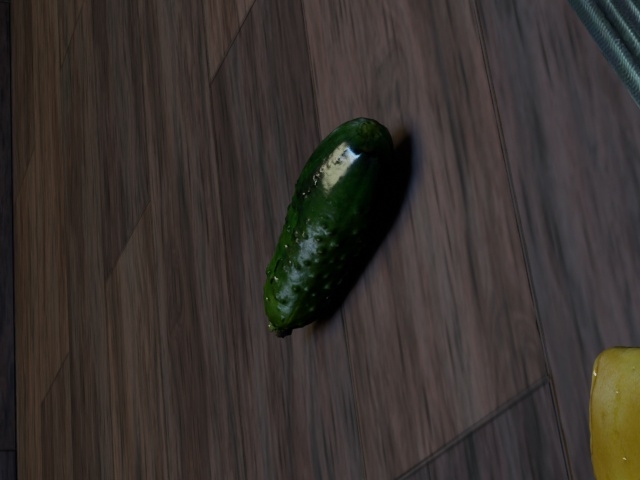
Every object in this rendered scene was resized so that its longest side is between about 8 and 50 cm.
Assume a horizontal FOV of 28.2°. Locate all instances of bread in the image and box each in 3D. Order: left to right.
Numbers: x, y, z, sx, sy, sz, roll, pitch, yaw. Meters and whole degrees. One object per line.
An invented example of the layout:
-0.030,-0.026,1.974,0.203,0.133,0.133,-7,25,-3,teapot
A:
0.156,0.082,0.517,0.132,0.053,0.074,-173,87,-70,bread

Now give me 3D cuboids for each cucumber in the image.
0.000,0.000,0.908,0.227,0.069,0.069,115,150,-47,cucumber

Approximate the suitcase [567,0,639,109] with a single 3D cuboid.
0.166,-0.148,0.423,0.312,0.128,0.202,-108,30,-43,suitcase
